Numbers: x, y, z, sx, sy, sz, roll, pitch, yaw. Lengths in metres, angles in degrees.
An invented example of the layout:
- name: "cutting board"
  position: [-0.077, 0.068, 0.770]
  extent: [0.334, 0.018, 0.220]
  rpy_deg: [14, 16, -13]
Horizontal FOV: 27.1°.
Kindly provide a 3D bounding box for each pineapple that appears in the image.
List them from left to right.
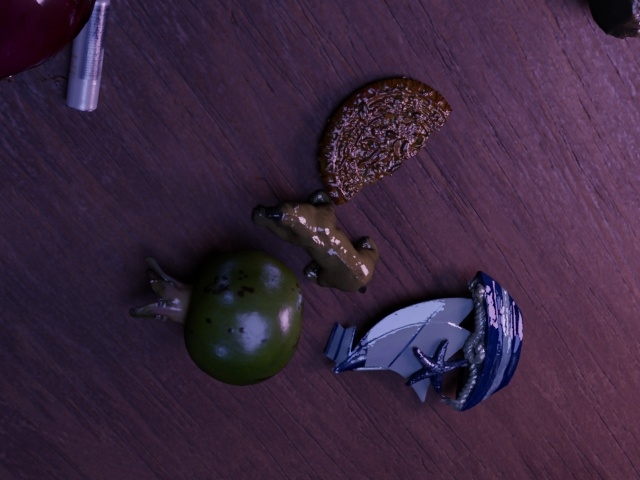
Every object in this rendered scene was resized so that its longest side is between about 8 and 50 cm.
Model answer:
- name: "pineapple"
  position: [0.458, -0.342, 1.795]
  extent: [0.197, 0.108, 0.108]
  rpy_deg: [-22, 119, -23]

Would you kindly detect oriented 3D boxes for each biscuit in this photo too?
- name: "biscuit"
  position: [0.074, -0.144, 1.771]
  extent: [0.206, 0.025, 0.126]
  rpy_deg: [-41, 117, -3]

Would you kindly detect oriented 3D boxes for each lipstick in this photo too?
- name: "lipstick"
  position: [-0.280, -0.228, 1.599]
  extent: [0.040, 0.040, 0.141]
  rpy_deg: [3, 111, -22]

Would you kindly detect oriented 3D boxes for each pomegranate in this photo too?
- name: "pomegranate"
  position: [-0.132, 0.091, 1.734]
  extent: [0.224, 0.181, 0.181]
  rpy_deg: [17, 107, -5]

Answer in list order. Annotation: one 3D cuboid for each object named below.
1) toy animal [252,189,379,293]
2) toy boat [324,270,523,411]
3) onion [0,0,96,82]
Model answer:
- name: "toy animal"
  position: [0.000, 0.000, 1.770]
  extent: [0.103, 0.101, 0.219]
  rpy_deg: [-42, 121, 2]
- name: "toy boat"
  position: [0.162, 0.170, 1.931]
  extent: [0.291, 0.070, 0.210]
  rpy_deg: [-21, 114, -6]
- name: "onion"
  position: [-0.391, -0.296, 1.410]
  extent: [0.336, 0.260, 0.282]
  rpy_deg: [2, 107, -20]
